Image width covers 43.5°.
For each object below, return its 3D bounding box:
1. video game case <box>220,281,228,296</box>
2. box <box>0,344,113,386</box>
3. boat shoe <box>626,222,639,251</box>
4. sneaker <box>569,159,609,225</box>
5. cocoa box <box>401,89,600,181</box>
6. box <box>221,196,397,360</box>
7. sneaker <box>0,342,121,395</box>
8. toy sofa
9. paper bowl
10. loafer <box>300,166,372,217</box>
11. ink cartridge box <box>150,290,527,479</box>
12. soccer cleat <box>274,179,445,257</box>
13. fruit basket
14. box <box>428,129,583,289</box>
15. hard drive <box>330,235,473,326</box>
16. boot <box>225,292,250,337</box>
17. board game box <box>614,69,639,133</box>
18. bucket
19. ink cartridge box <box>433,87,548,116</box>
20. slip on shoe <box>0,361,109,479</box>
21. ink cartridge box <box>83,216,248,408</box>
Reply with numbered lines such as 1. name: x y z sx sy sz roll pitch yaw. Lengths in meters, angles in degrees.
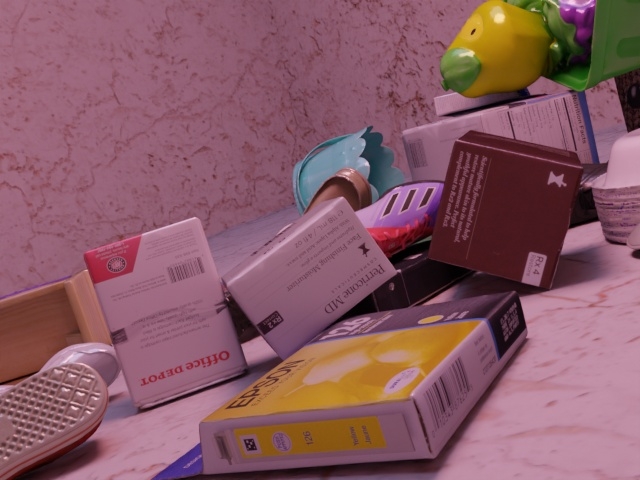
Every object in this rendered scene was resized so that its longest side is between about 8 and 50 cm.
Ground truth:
1. video game case: -0.272 0.142 1.628 0.248 0.035 0.275 -18 7 -10
2. box: -0.498 0.241 1.452 0.201 0.021 0.164 -15 7 15
3. boat shoe: 0.438 0.000 1.043 0.046 0.038 0.125 -59 2 1
4. sneaker: 0.497 -0.092 1.382 0.286 0.109 0.130 -21 16 -11
5. cocoa box: 0.352 -0.147 1.587 0.228 0.231 0.347 -16 6 -17
6. box: -0.022 0.045 1.038 0.181 0.119 0.182 -38 6 -8
7. sneaker: -0.376 0.223 1.108 0.232 0.090 0.115 -29 17 -18
8. toy sofa: -0.564 0.172 1.444 0.362 0.150 0.177 -17 8 1
9. paper bowl: 0.541 -0.104 1.173 0.284 0.148 0.284 -18 7 2
10. loafer: 0.000 0.000 1.378 0.102 0.268 0.092 31 19 14
11. ink cartridge box: 0.023 0.140 0.819 0.307 0.072 0.303 -11 9 30
12. soccer cleat: 0.088 -0.006 1.230 0.318 0.108 0.116 -17 27 -16
13. fruit basket: 0.397 -0.412 1.498 0.392 0.283 0.392 0 24 0
14. box: 0.260 -0.052 1.121 0.167 0.168 0.203 15 14 13
15. hard drive: 0.111 0.054 1.291 0.237 0.064 0.339 -10 11 45
16. boot: -0.153 0.119 1.356 0.189 0.076 0.208 -38 6 -16
17. board game box: 0.714 -0.281 1.539 0.141 0.291 0.232 -20 7 -26
18. bucket: 0.073 -0.094 1.750 0.183 0.281 0.281 -21 5 20
19. ink cartridge box: 0.374 -0.305 1.705 0.224 0.045 0.223 -8 5 22
20. slip on shoe: -0.396 0.244 0.906 0.331 0.123 0.101 -24 -23 -17
21. ink cartridge box: -0.206 0.095 1.084 0.158 0.218 0.092 -18 2 -9
